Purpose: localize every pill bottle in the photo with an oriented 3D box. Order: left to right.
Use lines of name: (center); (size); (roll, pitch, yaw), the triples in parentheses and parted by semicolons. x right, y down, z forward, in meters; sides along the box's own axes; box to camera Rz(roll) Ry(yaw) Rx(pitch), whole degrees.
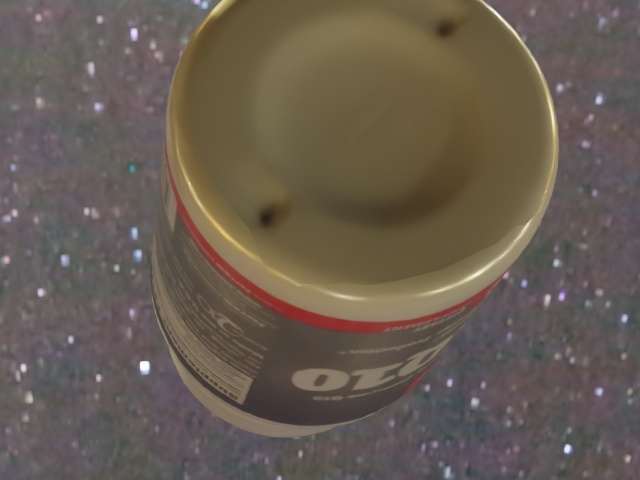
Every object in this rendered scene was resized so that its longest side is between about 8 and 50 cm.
pill bottle: (0.000, 0.000, 0.704); (0.161, 0.283, 0.161); (3, -110, -7)
